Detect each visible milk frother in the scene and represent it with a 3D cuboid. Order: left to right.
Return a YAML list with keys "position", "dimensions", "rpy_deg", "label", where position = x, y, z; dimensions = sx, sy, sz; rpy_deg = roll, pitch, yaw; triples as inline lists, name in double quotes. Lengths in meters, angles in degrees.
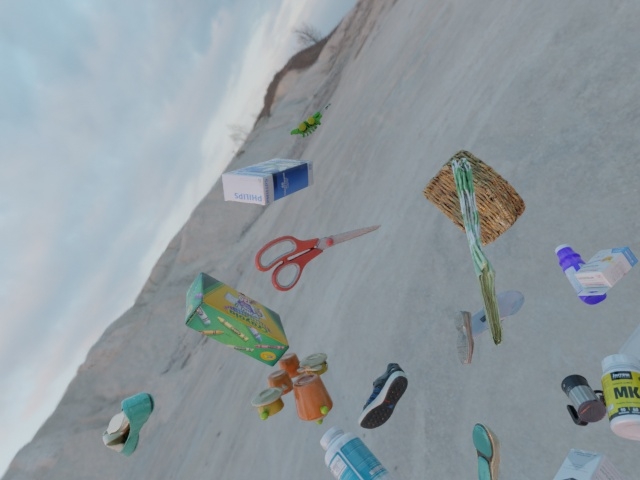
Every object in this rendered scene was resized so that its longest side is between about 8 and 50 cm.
- position: [0.878, 0.523, 1.358]
  dimensions: [0.135, 0.143, 0.129]
  rpy_deg: [-64, -34, -70]
  label: "milk frother"

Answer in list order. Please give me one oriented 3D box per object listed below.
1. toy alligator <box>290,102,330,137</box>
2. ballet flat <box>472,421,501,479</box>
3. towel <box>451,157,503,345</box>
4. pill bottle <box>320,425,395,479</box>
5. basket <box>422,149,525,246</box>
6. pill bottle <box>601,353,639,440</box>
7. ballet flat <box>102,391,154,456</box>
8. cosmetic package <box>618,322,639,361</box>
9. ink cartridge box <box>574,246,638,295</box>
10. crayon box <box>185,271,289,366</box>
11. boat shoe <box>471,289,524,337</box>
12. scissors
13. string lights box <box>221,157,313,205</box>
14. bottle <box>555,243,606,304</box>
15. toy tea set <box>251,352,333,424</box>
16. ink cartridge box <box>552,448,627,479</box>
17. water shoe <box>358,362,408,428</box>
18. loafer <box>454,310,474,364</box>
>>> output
- position: [-0.025, -0.434, 1.561]
  dimensions: [0.189, 0.051, 0.056]
  rpy_deg: [-36, 7, -1]
  label: "toy alligator"
- position: [0.532, 0.665, 1.330]
  dimensions: [0.086, 0.086, 0.248]
  rpy_deg: [-92, -5, -71]
  label: "ballet flat"
- position: [0.329, 0.013, 0.876]
  dimensions: [0.038, 0.248, 0.325]
  rpy_deg: [-12, 43, 19]
  label: "towel"
- position: [0.114, 0.758, 1.418]
  dimensions: [0.264, 0.146, 0.146]
  rpy_deg: [40, 107, 38]
  label: "pill bottle"
- position: [0.546, -0.173, 1.426]
  dimensions: [0.223, 0.299, 0.213]
  rpy_deg: [-37, -14, -31]
  label: "basket"
- position: [0.870, 0.437, 1.189]
  dimensions: [0.119, 0.119, 0.208]
  rpy_deg: [-54, 10, 45]
  label: "pill bottle"
- position: [-0.490, 0.465, 1.047]
  dimensions: [0.083, 0.087, 0.247]
  rpy_deg: [52, 125, 32]
  label: "ballet flat"
- position: [1.102, 0.432, 1.397]
  dimensions: [0.365, 0.155, 0.197]
  rpy_deg: [-30, -40, -48]
  label: "cosmetic package"
- position: [0.897, 0.098, 1.341]
  dimensions: [0.181, 0.062, 0.104]
  rpy_deg: [-35, 0, -17]
  label: "ink cartridge box"
- position: [-0.228, 0.215, 1.151]
  dimensions: [0.081, 0.278, 0.165]
  rpy_deg: [-51, 27, 9]
  label: "crayon box"
- position: [0.765, 0.332, 1.878]
  dimensions: [0.306, 0.113, 0.105]
  rpy_deg: [-42, -20, 2]
  label: "boat shoe"
- position: [0.000, 0.000, 0.907]
  dimensions: [0.297, 0.109, 0.021]
  rpy_deg: [-32, 10, -18]
  label: "scissors"
- position: [-0.138, -0.169, 1.176]
  dimensions: [0.259, 0.133, 0.077]
  rpy_deg: [-35, -52, -57]
  label: "string lights box"
- position: [1.117, 0.139, 1.827]
  dimensions: [0.092, 0.118, 0.283]
  rpy_deg: [-44, 37, 33]
  label: "bottle"
- position: [-0.057, 0.417, 1.177]
  dimensions: [0.200, 0.124, 0.336]
  rpy_deg: [-17, 4, 9]
  label: "toy tea set"
- position: [0.803, 0.830, 1.256]
  dimensions: [0.307, 0.223, 0.129]
  rpy_deg: [-38, -4, -26]
  label: "ink cartridge box"
- position: [0.172, 0.432, 1.165]
  dimensions: [0.203, 0.073, 0.080]
  rpy_deg: [-56, 17, 15]
  label: "water shoe"
- position: [0.347, 0.229, 0.996]
  dimensions: [0.045, 0.039, 0.125]
  rpy_deg: [146, 123, -67]
  label: "loafer"
